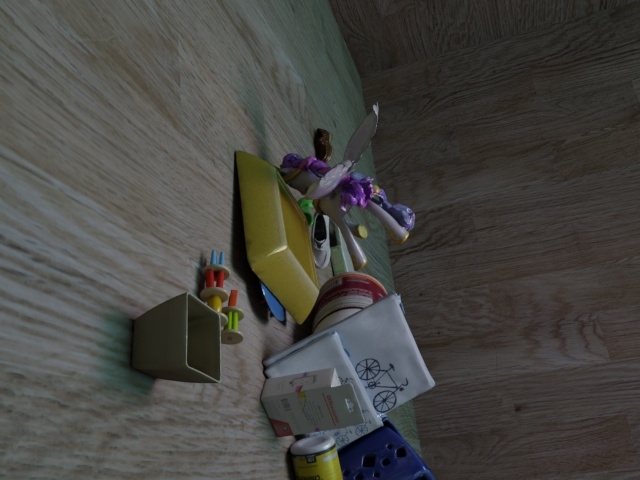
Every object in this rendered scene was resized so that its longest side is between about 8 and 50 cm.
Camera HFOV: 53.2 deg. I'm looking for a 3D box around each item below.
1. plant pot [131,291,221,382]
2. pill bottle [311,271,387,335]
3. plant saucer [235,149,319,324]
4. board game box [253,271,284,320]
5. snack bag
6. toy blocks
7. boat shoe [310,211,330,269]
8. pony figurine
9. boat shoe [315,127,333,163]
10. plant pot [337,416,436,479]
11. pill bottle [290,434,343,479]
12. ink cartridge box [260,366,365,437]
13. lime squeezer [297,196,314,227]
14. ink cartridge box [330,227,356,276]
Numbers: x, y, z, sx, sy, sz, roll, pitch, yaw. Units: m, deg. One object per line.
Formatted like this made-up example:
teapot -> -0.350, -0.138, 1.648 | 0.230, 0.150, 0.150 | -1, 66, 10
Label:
plant pot -> -0.211, 0.150, 0.926 | 0.109, 0.096, 0.109 | 55, 26, -60
pill bottle -> 0.088, 0.250, 1.702 | 0.392, 0.224, 0.224 | -84, 158, -71
plant saucer -> -0.089, -0.013, 1.533 | 0.332, 0.081, 0.332 | 58, 18, -54
board game box -> -0.126, 0.105, 1.455 | 0.133, 0.033, 0.168 | 60, 14, -49
snack bag -> 0.083, 0.315, 1.464 | 0.323, 0.343, 0.037 | 65, -5, -28
toy blocks -> -0.180, 0.102, 1.189 | 0.123, 0.054, 0.148 | 60, 22, -50
boat shoe -> 0.000, 0.000, 1.923 | 0.063, 0.066, 0.184 | -54, 152, -77
pony figurine -> 0.066, -0.127, 1.619 | 0.363, 0.351, 0.303 | 44, 49, -8
boat shoe -> 0.006, -0.348, 2.359 | 0.060, 0.064, 0.178 | 31, 38, -29
plant pot -> 0.152, 0.604, 1.675 | 0.212, 0.236, 0.236 | 56, -1, 40
pill bottle -> -0.001, 0.538, 1.427 | 0.103, 0.103, 0.184 | -3, 81, -76
ink cartridge box -> -0.012, 0.340, 1.353 | 0.067, 0.198, 0.115 | -76, 151, -61
lime squeezer -> -0.051, -0.059, 1.901 | 0.310, 0.059, 0.109 | -87, -170, -53
ink cartridge box -> 0.074, 0.033, 2.292 | 0.171, 0.056, 0.235 | 29, 47, -73
